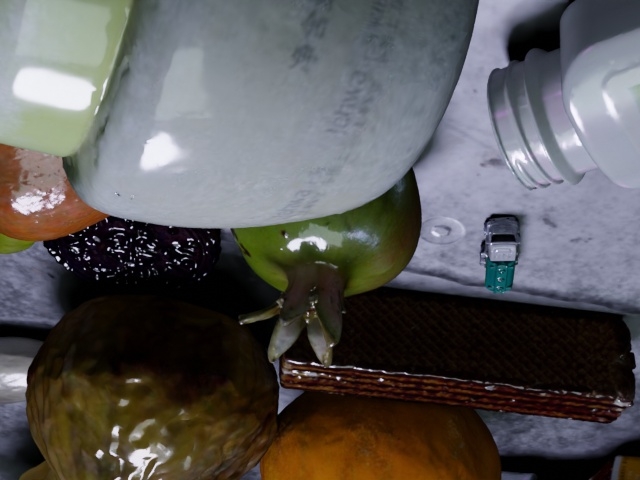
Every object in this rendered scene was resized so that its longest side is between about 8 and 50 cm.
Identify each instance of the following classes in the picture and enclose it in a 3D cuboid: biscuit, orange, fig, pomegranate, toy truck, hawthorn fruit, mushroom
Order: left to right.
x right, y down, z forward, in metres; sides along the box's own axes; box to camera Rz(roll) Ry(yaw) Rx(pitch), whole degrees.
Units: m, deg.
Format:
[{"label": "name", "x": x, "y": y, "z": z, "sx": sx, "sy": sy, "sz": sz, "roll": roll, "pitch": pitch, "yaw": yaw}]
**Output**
[{"label": "mushroom", "x": -0.452, "y": 0.173, "z": 1.527, "sx": 0.351, "sy": 0.097, "sz": 0.109, "roll": -11, "pitch": 142, "yaw": 18}, {"label": "hawthorn fruit", "x": -0.193, "y": -0.109, "z": 1.031, "sx": 0.251, "sy": 0.199, "sz": 0.199, "roll": -14, "pitch": 141, "yaw": 9}, {"label": "biscuit", "x": -0.194, "y": -0.011, "z": 1.268, "sx": 0.194, "sy": 0.053, "sz": 0.194, "roll": 3, "pitch": 144, "yaw": 2}, {"label": "fig", "x": -0.198, "y": 0.249, "z": 1.359, "sx": 0.286, "sy": 0.369, "sz": 0.286, "roll": 13, "pitch": 171, "yaw": 2}, {"label": "pomegranate", "x": 0.000, "y": 0.000, "z": 1.115, "sx": 0.181, "sy": 0.224, "sz": 0.181, "roll": 7, "pitch": 153, "yaw": 3}, {"label": "orange", "x": 0.072, "y": 0.267, "z": 1.459, "sx": 0.283, "sy": 0.226, "sz": 0.284, "roll": -2, "pitch": 165, "yaw": -1}, {"label": "biscuit", "x": 0.147, "y": 0.123, "z": 1.362, "sx": 0.388, "sy": 0.107, "sz": 0.073, "roll": 6, "pitch": 145, "yaw": -1}, {"label": "toy truck", "x": 0.183, "y": 0.016, "z": 1.263, "sx": 0.039, "sy": 0.044, "sz": 0.083, "roll": -1, "pitch": 144, "yaw": 3}]

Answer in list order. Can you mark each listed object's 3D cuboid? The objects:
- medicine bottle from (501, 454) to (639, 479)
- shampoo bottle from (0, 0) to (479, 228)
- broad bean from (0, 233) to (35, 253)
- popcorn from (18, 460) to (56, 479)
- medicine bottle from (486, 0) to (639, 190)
[{"label": "medicine bottle", "x": 0.362, "y": 0.399, "z": 1.631, "sx": 0.395, "sy": 0.243, "sz": 0.242, "roll": -2, "pitch": 145, "yaw": 24}, {"label": "shampoo bottle", "x": -0.066, "y": -0.166, "z": 0.805, "sx": 0.317, "sy": 0.322, "sz": 0.322, "roll": 11, "pitch": 145, "yaw": -18}, {"label": "broad bean", "x": -0.315, "y": -0.054, "z": 1.191, "sx": 0.124, "sy": 0.082, "sz": 0.174, "roll": 36, "pitch": 157, "yaw": 23}, {"label": "popcorn", "x": -0.273, "y": 0.467, "z": 1.700, "sx": 0.390, "sy": 0.344, "sz": 0.354, "roll": 10, "pitch": 130, "yaw": -27}, {"label": "medicine bottle", "x": 0.297, "y": -0.134, "z": 0.974, "sx": 0.324, "sy": 0.124, "sz": 0.179, "roll": -19, "pitch": 138, "yaw": 28}]
